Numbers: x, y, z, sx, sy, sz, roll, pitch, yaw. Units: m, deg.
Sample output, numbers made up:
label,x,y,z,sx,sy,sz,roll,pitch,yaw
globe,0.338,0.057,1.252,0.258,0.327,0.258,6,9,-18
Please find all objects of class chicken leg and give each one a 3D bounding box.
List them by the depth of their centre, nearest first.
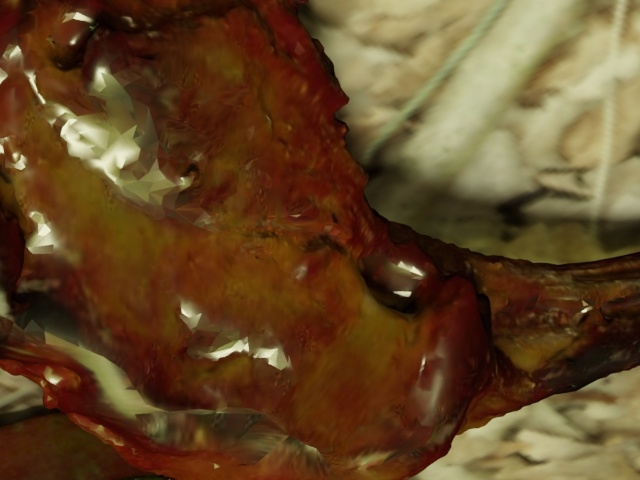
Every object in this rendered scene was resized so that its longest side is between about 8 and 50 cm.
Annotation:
label,x,y,z,sx,sy,sz,roll,pitch,yaw
chicken leg,0.000,0.000,0.591,0.407,0.096,0.158,21,96,-32

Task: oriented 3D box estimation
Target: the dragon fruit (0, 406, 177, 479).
label,x,y,z,sx,sy,sz,roll,pitch,yaw
dragon fruit,-0.093,0.166,0.781,0.295,0.130,0.268,-11,136,8
